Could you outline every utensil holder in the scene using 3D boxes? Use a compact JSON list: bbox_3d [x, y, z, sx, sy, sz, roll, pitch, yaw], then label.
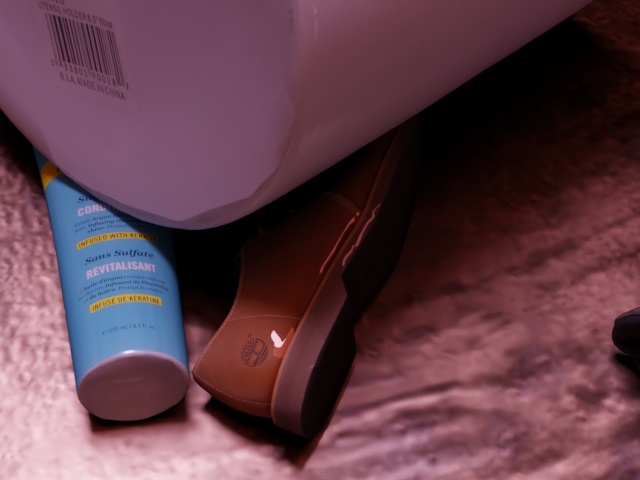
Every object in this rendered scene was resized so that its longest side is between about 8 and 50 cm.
[{"bbox_3d":[0.012,-0.227,0.582,0.328,0.327,0.385,38,52,23],"label":"utensil holder"}]

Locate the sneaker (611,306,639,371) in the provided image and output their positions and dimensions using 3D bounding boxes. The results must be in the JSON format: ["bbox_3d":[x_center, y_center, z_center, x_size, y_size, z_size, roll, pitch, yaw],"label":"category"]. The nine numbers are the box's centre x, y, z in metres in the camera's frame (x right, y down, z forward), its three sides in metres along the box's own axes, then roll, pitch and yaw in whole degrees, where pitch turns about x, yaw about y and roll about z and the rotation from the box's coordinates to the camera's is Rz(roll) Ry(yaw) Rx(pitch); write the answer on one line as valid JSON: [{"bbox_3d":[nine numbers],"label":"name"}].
[{"bbox_3d":[0.239,0.033,0.569,0.130,0.087,0.227,36,60,13],"label":"sneaker"}]

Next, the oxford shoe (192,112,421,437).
[{"bbox_3d":[0.000,0.000,0.580,0.076,0.076,0.212,14,48,20],"label":"oxford shoe"}]

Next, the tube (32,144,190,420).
[{"bbox_3d":[-0.109,-0.002,0.586,0.080,0.052,0.207,-2,45,-17],"label":"tube"}]
